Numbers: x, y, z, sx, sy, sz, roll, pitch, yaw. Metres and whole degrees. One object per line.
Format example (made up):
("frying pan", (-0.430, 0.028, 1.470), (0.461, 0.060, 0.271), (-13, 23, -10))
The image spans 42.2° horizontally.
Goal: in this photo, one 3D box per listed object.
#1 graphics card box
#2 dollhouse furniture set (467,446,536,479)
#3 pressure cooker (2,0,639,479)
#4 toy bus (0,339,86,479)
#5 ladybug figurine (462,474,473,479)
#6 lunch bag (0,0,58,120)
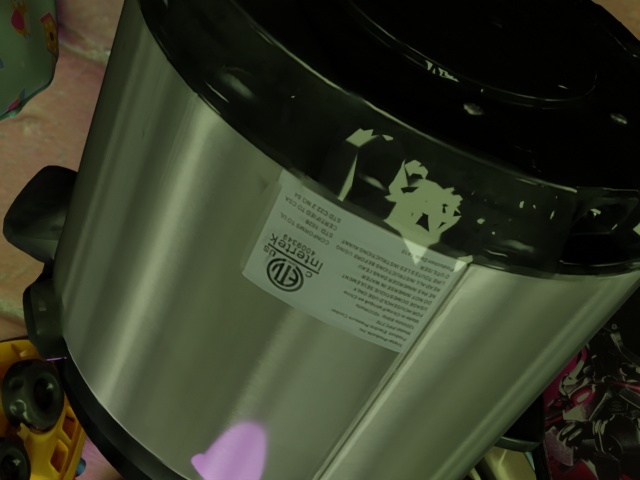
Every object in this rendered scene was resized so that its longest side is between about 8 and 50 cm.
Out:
("graphics card box", (0.293, 0.152, 0.697), (0.232, 0.371, 0.094), (-5, 128, 9))
("dollhouse furniture set", (0.316, 0.206, 0.894), (0.303, 0.286, 0.198), (-29, 91, -5))
("pressure cooker", (-0.003, 0.003, 0.597), (0.375, 0.370, 0.420), (-13, 142, -41))
("toy bus", (-0.340, 0.254, 0.912), (0.149, 0.220, 0.211), (-12, 131, 16))
("ladybug figurine", (0.070, 0.333, 0.671), (0.305, 0.449, 0.162), (34, 106, -4))
("lunch bag", (-0.271, -0.186, 0.548), (0.107, 0.279, 0.224), (-2, 115, 5))
